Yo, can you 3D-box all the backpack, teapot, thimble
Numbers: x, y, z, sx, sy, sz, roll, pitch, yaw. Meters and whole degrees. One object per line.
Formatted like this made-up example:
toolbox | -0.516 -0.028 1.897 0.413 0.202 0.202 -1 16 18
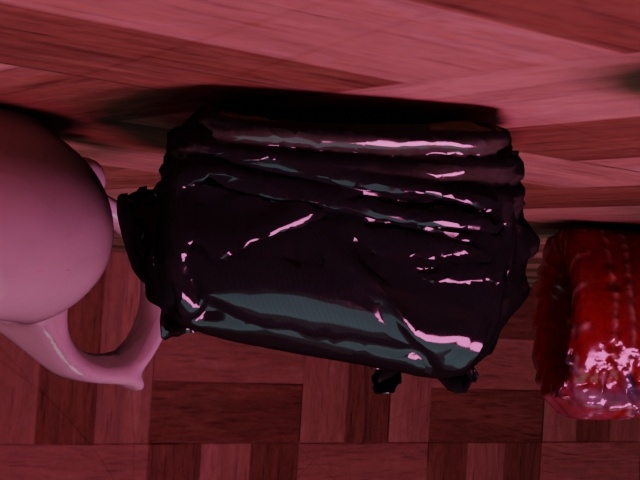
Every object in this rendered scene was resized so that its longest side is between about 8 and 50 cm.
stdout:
backpack | 0.000 0.000 0.737 0.206 0.133 0.258 7 -177 -6
teapot | -0.198 0.006 0.760 0.300 0.165 0.208 18 157 -37
thimble | 0.253 0.068 1.248 0.125 0.163 0.189 3 -169 -2
